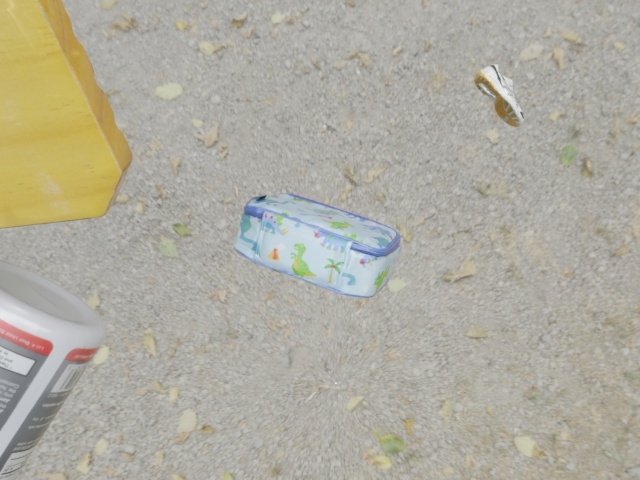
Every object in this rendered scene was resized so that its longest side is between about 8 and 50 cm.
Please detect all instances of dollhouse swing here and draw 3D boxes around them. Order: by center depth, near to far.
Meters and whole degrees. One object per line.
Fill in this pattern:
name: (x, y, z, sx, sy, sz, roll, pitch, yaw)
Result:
dollhouse swing: (-0.343, -0.187, 0.551, 0.305, 0.346, 0.315, -15, 34, 2)

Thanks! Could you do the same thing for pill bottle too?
pill bottle: (-0.471, 0.222, 0.798, 0.210, 0.210, 0.362, 32, 87, 8)

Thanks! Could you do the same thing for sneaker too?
sneaker: (0.225, -0.178, 0.728, 0.037, 0.032, 0.083, -40, 97, -22)

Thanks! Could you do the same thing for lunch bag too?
lunch bag: (0.000, 0.000, 0.863, 0.219, 0.176, 0.090, 19, 103, 16)
